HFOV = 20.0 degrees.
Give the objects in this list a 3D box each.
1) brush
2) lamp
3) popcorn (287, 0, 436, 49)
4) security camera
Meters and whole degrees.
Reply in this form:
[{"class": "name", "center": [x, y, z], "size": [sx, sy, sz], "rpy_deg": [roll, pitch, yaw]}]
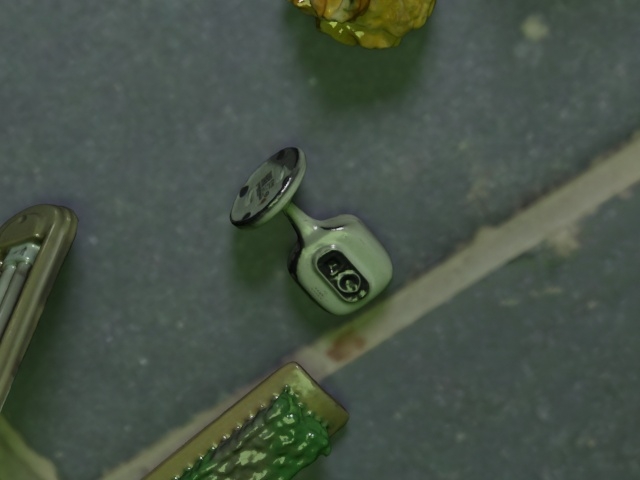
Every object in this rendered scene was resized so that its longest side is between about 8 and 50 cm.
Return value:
[{"class": "brush", "center": [-0.102, 0.174, 1.037], "size": [0.282, 0.048, 0.054], "rpy_deg": [-40, 105, 14]}, {"class": "lamp", "center": [-0.286, 0.039, 0.918], "size": [0.283, 0.203, 0.124], "rpy_deg": [18, 126, -9]}, {"class": "popcorn", "center": [0.020, -0.133, 0.916], "size": [0.084, 0.084, 0.084], "rpy_deg": [0, 108, 0]}, {"class": "security camera", "center": [0.000, 0.000, 0.977], "size": [0.058, 0.058, 0.092], "rpy_deg": [-43, 111, 13]}]
